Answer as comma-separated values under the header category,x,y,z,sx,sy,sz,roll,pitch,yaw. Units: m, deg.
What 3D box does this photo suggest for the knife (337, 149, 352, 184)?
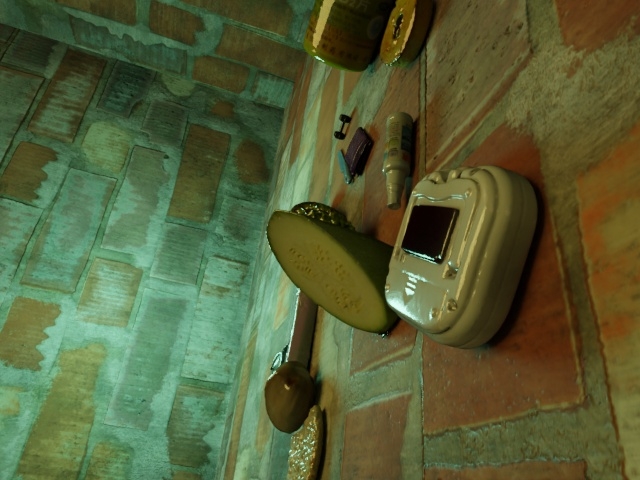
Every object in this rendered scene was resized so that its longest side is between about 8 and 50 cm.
category,x,y,z,sx,sy,sz,roll,pitch,yaw
knife,0.073,-0.233,1.526,0.313,0.019,0.044,-97,22,-62

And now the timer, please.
category,x,y,z,sx,sy,sz,roll,pitch,yaw
timer,0.176,0.013,0.674,0.262,0.087,0.237,-155,80,-76

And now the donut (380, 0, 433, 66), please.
category,x,y,z,sx,sy,sz,roll,pitch,yaw
donut,0.206,-0.494,1.139,0.162,0.065,0.178,-100,28,-49

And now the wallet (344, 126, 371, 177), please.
category,x,y,z,sx,sy,sz,roll,pitch,yaw
wallet,0.104,-0.255,1.376,0.166,0.030,0.111,-102,28,-63

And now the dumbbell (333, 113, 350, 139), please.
category,x,y,z,sx,sy,sz,roll,pitch,yaw
dumbbell,0.072,-0.380,1.626,0.040,0.036,0.083,-109,36,-64

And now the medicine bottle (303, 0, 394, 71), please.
category,x,y,z,sx,sy,sz,roll,pitch,yaw
medicine bottle,0.106,-0.722,1.436,0.224,0.224,0.384,-95,23,-54

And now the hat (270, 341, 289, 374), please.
category,x,y,z,sx,sy,sz,roll,pitch,yaw
hat,-0.117,0.398,1.512,0.138,0.078,0.191,-96,24,-52

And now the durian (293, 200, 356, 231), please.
category,x,y,z,sx,sy,sz,roll,pitch,yaw
durian,0.000,0.000,1.228,0.352,0.169,0.158,135,136,-70

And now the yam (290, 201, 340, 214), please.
category,x,y,z,sx,sy,sz,roll,pitch,yaw
yam,-0.018,-0.060,1.488,0.280,0.131,0.131,-158,82,-75

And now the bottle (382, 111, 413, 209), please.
category,x,y,z,sx,sy,sz,roll,pitch,yaw
bottle,0.156,-0.164,0.998,0.060,0.060,0.217,130,152,-62

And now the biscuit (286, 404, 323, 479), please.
category,x,y,z,sx,sy,sz,roll,pitch,yaw
biscuit,-0.039,0.519,1.147,0.188,0.040,0.265,-155,81,-76

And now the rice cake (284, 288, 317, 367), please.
category,x,y,z,sx,sy,sz,roll,pitch,yaw
rice cake,-0.049,0.232,1.433,0.056,0.073,0.365,124,158,-61

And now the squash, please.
category,x,y,z,sx,sy,sz,roll,pitch,yaw
squash,0.016,0.064,0.913,0.189,0.260,0.189,-164,90,-75

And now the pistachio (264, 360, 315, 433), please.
category,x,y,z,sx,sy,sz,roll,pitch,yaw
pistachio,-0.084,0.407,1.258,0.129,0.131,0.206,-84,8,-62
